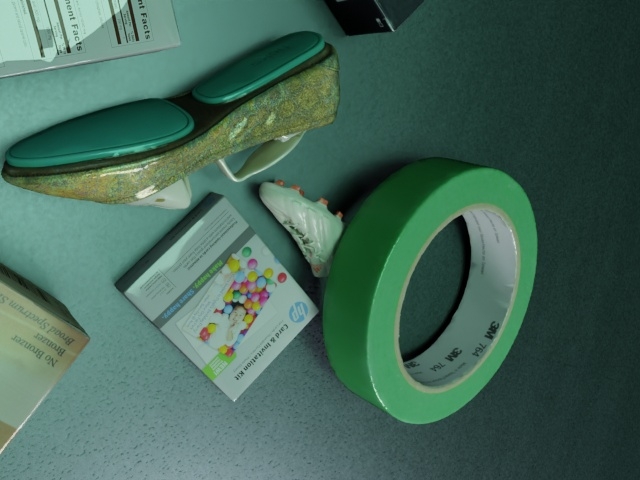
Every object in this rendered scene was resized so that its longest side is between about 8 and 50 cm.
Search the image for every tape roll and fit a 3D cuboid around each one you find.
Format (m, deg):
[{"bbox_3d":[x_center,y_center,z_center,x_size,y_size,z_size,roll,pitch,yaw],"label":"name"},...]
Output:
[{"bbox_3d":[0.145,0.061,0.865,0.321,0.077,0.321,-17,116,-38],"label":"tape roll"}]

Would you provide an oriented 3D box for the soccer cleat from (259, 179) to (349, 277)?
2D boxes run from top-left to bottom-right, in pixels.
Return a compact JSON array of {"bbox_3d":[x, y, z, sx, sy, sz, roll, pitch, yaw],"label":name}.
[{"bbox_3d":[0.000,0.000,0.809,0.196,0.068,0.076,34,84,-35],"label":"soccer cleat"}]

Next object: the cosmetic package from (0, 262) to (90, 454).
[{"bbox_3d":[-0.353,0.147,0.582,0.153,0.129,0.296,41,79,-30],"label":"cosmetic package"}]

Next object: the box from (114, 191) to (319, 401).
[{"bbox_3d":[-0.107,0.064,0.772,0.145,0.038,0.186,-45,120,-16],"label":"box"}]

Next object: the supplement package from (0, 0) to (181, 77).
[{"bbox_3d":[-0.248,-0.201,0.536,0.203,0.194,0.149,-20,110,-28],"label":"supplement package"}]

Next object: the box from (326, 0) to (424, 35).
[{"bbox_3d":[0.063,-0.333,0.760,0.158,0.093,0.156,-47,119,-14],"label":"box"}]

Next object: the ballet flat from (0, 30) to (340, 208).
[{"bbox_3d":[-0.122,-0.097,0.691,0.349,0.123,0.123,-29,114,-24],"label":"ballet flat"}]
